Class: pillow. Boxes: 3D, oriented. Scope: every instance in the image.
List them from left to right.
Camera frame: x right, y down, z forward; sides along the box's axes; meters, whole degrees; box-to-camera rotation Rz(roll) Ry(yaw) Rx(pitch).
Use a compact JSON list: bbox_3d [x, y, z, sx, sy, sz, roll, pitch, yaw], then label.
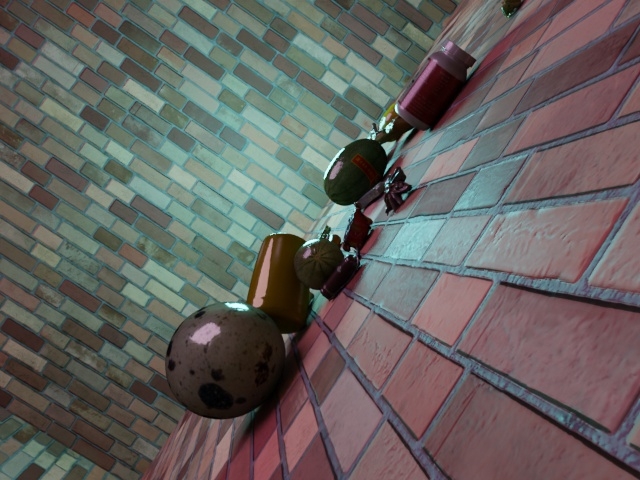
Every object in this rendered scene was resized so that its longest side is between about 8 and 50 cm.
[{"bbox_3d":[0.207,-0.349,2.289,0.255,0.059,0.169,-93,23,-50],"label":"pillow"}]

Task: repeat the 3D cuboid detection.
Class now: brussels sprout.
[{"bbox_3d":[0.541,-0.676,1.633,0.085,0.058,0.085,2,-90,-85],"label":"brussels sprout"}]

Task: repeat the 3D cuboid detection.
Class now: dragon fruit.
[{"bbox_3d":[0.103,-0.026,1.570,0.112,0.068,0.126,113,174,-57],"label":"dragon fruit"}]

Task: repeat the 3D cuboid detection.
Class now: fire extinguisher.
[{"bbox_3d":[0.056,0.083,1.423,0.158,0.043,0.064,-53,36,29],"label":"fire extinguisher"}]

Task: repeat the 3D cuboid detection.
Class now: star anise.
[{"bbox_3d":[0.193,-0.124,1.410,0.129,0.056,0.124,155,124,-72],"label":"star anise"}]

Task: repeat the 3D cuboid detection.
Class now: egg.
[{"bbox_3d":[-0.235,0.297,1.425,0.288,0.287,0.379,-58,12,-25],"label":"egg"}]

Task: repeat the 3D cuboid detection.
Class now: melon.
[{"bbox_3d":[-0.002,0.065,1.531,0.139,0.139,0.192,-57,-10,-8],"label":"melon"},{"bbox_3d":[0.130,-0.249,2.014,0.288,0.182,0.182,-53,5,-12],"label":"melon"}]

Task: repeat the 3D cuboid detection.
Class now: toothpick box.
[{"bbox_3d":[-0.113,0.114,1.633,0.175,0.175,0.271,132,149,-56],"label":"toothpick box"}]

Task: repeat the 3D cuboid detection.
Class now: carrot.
[{"bbox_3d":[0.035,0.030,1.910,0.048,0.048,0.139,-53,7,31],"label":"carrot"}]

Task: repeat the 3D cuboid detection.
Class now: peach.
[{"bbox_3d":[0.304,-0.488,2.339,0.179,0.103,0.179,-60,3,6],"label":"peach"}]

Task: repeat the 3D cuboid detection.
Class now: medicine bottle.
[{"bbox_3d":[0.337,-0.456,1.686,0.250,0.131,0.131,-54,5,23],"label":"medicine bottle"}]

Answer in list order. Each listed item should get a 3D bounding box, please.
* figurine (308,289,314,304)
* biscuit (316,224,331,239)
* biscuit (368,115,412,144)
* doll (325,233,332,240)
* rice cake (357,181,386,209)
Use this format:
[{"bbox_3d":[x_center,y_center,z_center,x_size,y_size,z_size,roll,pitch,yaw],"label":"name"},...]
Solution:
[{"bbox_3d":[-0.087,0.179,1.802,0.108,0.114,0.196,-57,-2,-8],"label":"figurine"},{"bbox_3d":[0.000,0.000,2.455,0.064,0.034,0.199,-51,7,32],"label":"biscuit"},{"bbox_3d":[0.268,-0.397,2.056,0.154,0.045,0.299,-21,0,-20],"label":"biscuit"},{"bbox_3d":[0.026,0.011,2.146,0.085,0.040,0.058,-51,-7,9],"label":"doll"},{"bbox_3d":[0.166,-0.145,1.864,0.043,0.034,0.211,-48,3,-15],"label":"rice cake"}]
